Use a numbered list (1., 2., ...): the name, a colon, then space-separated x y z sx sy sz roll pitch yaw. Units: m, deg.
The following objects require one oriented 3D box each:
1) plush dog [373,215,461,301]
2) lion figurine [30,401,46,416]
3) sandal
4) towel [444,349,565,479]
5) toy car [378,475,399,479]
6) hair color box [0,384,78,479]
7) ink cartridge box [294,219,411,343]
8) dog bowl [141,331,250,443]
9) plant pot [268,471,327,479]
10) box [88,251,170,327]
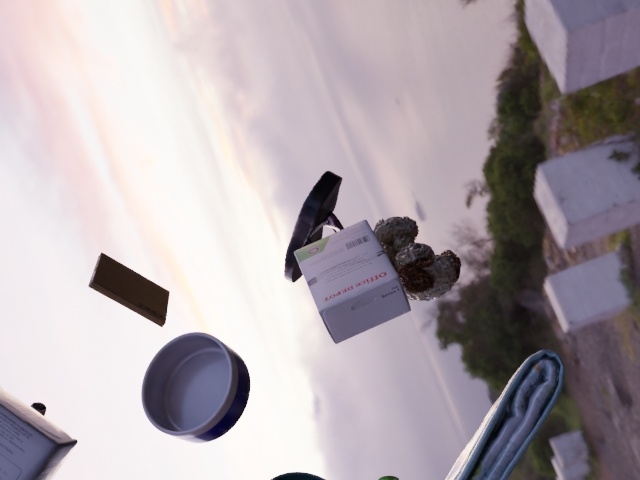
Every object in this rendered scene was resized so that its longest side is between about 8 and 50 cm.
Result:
1. plush dog: 0.181 0.070 1.866 0.262 0.225 0.210 -19 -68 -52
2. lion figurine: -0.724 0.376 1.824 0.142 0.240 0.392 5 -157 -44
3. sandal: -0.001 0.001 1.995 0.107 0.167 0.446 31 158 6
4. towel: 0.322 0.392 1.638 0.090 0.374 0.320 34 167 12
5. toy car: 0.137 0.629 1.927 0.053 0.239 0.225 -117 32 -65
6. hair color box: -0.580 0.426 1.370 0.185 0.374 0.113 33 173 7
7. ink cartridge box: 0.058 0.075 1.636 0.219 0.160 0.092 -113 -1 -56
8. dog bowl: -0.312 0.370 2.174 0.104 0.265 0.265 47 -160 -55
9. plant pot: -0.070 0.813 2.341 0.271 0.272 0.255 -108 26 -46
10. box: -0.458 0.118 2.097 0.201 0.021 0.164 32 -163 -18
